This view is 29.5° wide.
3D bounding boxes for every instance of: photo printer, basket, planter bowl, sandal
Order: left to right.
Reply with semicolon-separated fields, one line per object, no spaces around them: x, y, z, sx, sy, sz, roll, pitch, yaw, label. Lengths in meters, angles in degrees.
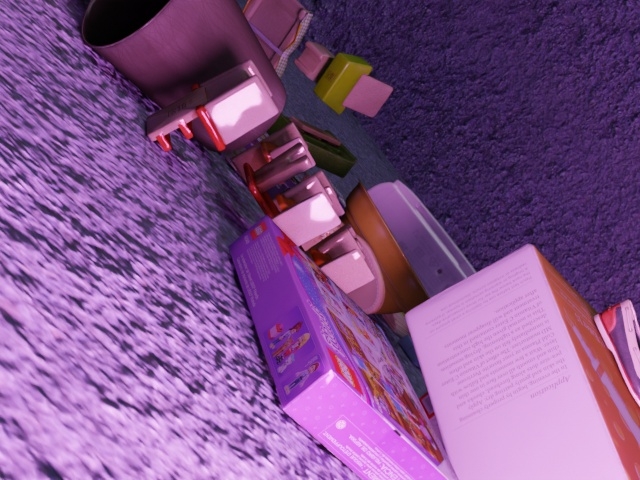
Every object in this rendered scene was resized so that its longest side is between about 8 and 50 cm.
-0.152;-0.225;1.463;0.227;0.154;0.204;52;47;-38;basket
-0.002;0.005;1.549;0.079;0.088;0.240;3;41;-30;sandal
0.069;0.031;1.636;0.217;0.090;0.217;59;3;-4;planter bowl
0.167;0.043;1.909;0.256;0.107;0.307;53;2;11;photo printer

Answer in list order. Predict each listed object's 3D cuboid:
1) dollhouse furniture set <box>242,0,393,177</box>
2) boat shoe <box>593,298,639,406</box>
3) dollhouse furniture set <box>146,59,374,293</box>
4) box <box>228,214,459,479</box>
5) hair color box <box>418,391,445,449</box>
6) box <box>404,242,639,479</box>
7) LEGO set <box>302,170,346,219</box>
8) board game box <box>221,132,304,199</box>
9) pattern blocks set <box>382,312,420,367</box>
-0.030;-0.283;2.067;0.151;0.197;0.301;17;24;-47;dollhouse furniture set
0.344;0.131;1.311;0.049;0.043;0.137;20;43;-64;boat shoe
-0.070;-0.059;1.372;0.259;0.135;0.262;58;4;-24;dollhouse furniture set
0.018;0.116;1.151;0.201;0.057;0.293;46;9;-29;box
0.177;0.224;1.452;0.141;0.072;0.043;45;10;-33;hair color box
0.246;0.214;1.266;0.215;0.168;0.345;39;27;-44;box
-0.005;-0.107;2.030;0.244;0.060;0.182;44;11;-21;LEGO set
-0.151;-0.191;1.688;0.347;0.056;0.208;50;12;3;board game box
0.100;0.084;1.833;0.325;0.026;0.285;54;10;26;pattern blocks set
